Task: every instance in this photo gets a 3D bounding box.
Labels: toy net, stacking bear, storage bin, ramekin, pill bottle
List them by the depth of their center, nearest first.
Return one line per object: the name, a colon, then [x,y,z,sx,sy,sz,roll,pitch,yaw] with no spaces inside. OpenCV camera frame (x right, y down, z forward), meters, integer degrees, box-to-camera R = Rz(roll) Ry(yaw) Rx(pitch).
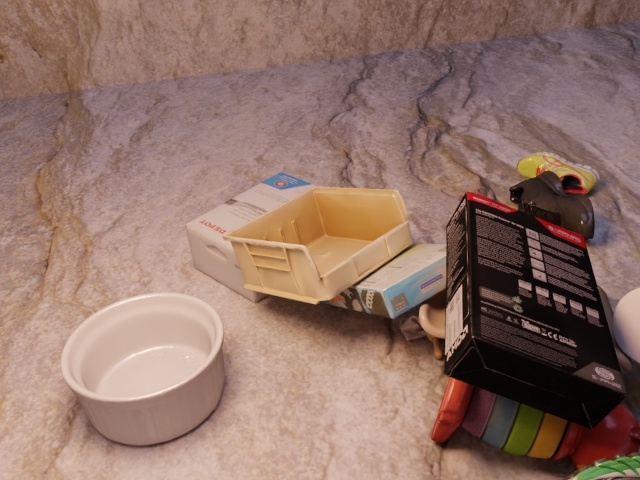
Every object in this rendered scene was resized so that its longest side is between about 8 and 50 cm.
stacking bear: [0.338,0.269,1.012,0.289,0.175,0.164,18,63,13]
pill bottle: [0.605,0.137,1.093,0.265,0.153,0.153,3,22,-41]
ramekin: [-0.301,0.227,1.170,0.278,0.135,0.277,-3,34,2]
toy net: [0.254,0.181,1.251,0.122,0.045,0.232,-29,40,-32]
storage bin: [0.000,0.000,1.291,0.262,0.123,0.261,-31,24,-37]

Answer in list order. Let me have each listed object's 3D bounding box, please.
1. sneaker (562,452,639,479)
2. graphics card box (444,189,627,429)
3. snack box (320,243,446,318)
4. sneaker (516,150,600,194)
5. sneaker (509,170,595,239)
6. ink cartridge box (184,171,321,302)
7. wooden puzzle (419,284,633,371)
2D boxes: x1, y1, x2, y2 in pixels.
sneaker: [0.436,0.366,0.798,0.344,0.134,0.146,18,38,-7]
graphics card box: [0.315,0.088,1.022,0.233,0.094,0.370,21,36,-5]
snack box: [0.127,0.070,1.280,0.187,0.060,0.322,-27,10,-21]
sneaker: [0.608,-0.169,1.708,0.209,0.081,0.094,17,41,29]
sneaker: [0.546,-0.070,1.563,0.130,0.109,0.286,-15,25,-4]
ink cartridge box: [-0.119,-0.018,1.522,0.223,0.128,0.307,25,44,36]
wooden puzzle: [0.366,0.142,1.218,0.348,0.080,0.322,11,20,12]
